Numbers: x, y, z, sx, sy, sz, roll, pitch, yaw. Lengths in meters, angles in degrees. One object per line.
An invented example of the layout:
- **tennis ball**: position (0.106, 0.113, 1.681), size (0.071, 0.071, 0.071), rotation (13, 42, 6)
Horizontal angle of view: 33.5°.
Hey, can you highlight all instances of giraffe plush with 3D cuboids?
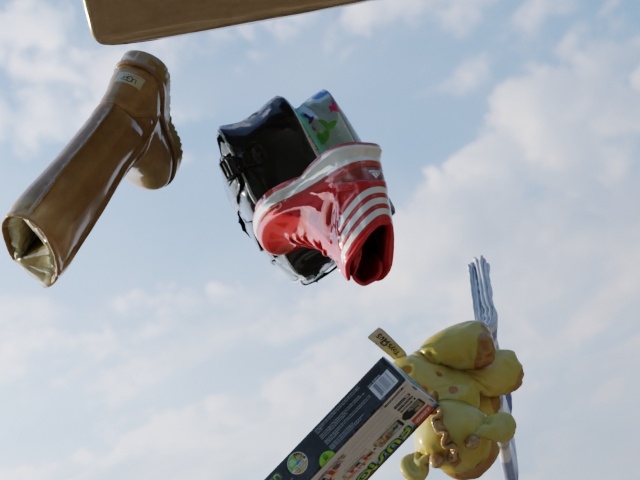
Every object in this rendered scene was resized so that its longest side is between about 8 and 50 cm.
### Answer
- **giraffe plush**: position (0.155, 0.203, 1.242), size (0.210, 0.170, 0.181), rotation (24, -64, -30)

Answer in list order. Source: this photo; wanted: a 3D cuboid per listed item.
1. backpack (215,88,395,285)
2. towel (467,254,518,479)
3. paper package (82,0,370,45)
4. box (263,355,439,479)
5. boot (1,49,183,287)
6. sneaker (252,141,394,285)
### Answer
- **backpack**: position (-0.026, -0.062, 1.340), size (0.191, 0.225, 0.253), rotation (-28, -5, -11)
- **towel**: position (0.251, 0.187, 1.520), size (0.034, 0.209, 0.285), rotation (-9, -64, 9)
- **paper package**: position (-0.104, -0.376, 1.078), size (0.325, 0.168, 0.309), rotation (-12, -71, -5)
- **box**: position (0.018, 0.210, 1.029), size (0.207, 0.036, 0.114), rotation (-46, -30, 0)
- **boot**: position (-0.260, -0.057, 1.220), size (0.236, 0.089, 0.269), rotation (90, -160, -54)
- **sneaker**: position (0.000, 0.000, 1.090), size (0.087, 0.128, 0.221), rotation (-2, -23, -27)
